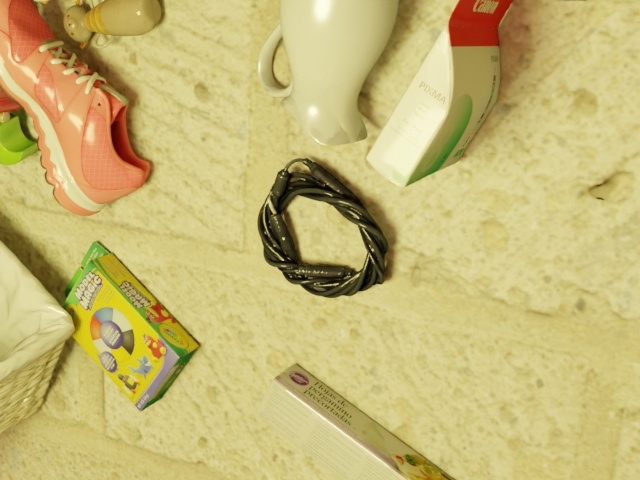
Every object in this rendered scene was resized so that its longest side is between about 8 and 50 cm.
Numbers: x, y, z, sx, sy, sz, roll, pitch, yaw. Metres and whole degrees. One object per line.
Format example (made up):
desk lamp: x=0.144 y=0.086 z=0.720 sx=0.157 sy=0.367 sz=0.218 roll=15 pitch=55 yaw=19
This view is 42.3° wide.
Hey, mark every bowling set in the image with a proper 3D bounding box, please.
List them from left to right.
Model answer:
bowling set: x=-0.321 y=-0.381 z=0.993 sx=0.154 sy=0.200 sz=0.287 roll=0 pitch=99 yaw=31

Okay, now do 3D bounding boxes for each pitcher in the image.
pitcher: x=-0.004 y=-0.233 z=0.912 sx=0.178 sy=0.125 sz=0.207 roll=33 pitch=128 yaw=33

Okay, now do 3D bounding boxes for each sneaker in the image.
sneaker: x=-0.322 y=-0.193 z=1.092 sx=0.136 sy=0.116 sz=0.314 roll=-16 pitch=109 yaw=19

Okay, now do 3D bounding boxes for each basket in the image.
basket: x=-0.594 y=0.150 z=1.170 sx=0.331 sy=0.328 sz=0.266 roll=44 pitch=135 yaw=11

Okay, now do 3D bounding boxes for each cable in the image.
cable: x=0.000 y=0.000 z=1.002 sx=0.184 sy=0.047 sz=0.150 roll=41 pitch=118 yaw=12

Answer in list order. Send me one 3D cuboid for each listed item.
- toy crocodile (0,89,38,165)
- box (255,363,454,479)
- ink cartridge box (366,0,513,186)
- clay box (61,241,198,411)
toy crocodile: x=-0.449 y=-0.271 z=1.132 sx=0.105 sy=0.115 sz=0.340 roll=14 pitch=111 yaw=20
box: x=0.069 y=0.277 z=1.028 sx=0.324 sy=0.063 sz=0.067 roll=33 pitch=114 yaw=17
ink cartridge box: x=0.147 y=-0.166 z=0.804 sx=0.056 sy=0.181 sz=0.224 roll=39 pitch=116 yaw=13
clay box: x=-0.289 y=0.120 z=1.182 sx=0.222 sy=0.053 sz=0.127 roll=43 pitch=120 yaw=11
